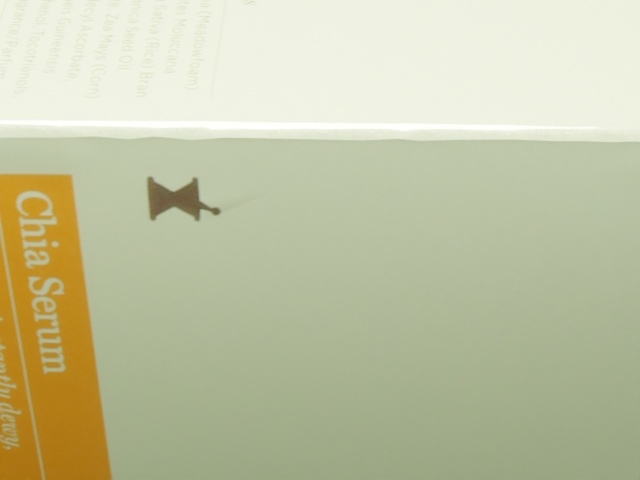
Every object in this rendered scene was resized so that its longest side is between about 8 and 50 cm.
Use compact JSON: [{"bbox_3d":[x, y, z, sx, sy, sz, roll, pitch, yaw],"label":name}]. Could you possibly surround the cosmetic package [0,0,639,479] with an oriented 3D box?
[{"bbox_3d":[0.000,0.000,0.714,0.453,0.161,0.230,0,129,2],"label":"cosmetic package"}]
